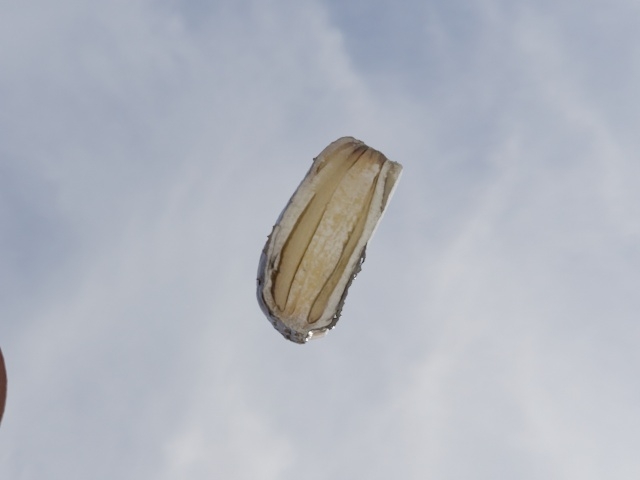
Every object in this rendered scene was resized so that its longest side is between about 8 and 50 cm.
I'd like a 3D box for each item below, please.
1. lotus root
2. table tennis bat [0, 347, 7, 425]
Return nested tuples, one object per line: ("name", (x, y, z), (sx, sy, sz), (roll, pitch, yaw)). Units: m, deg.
("lotus root", (0.000, 0.001, 0.399), (0.037, 0.030, 0.083), (24, -113, 2))
("table tennis bat", (-0.181, 0.035, 0.414), (0.013, 0.087, 0.156), (-12, -48, 27))
